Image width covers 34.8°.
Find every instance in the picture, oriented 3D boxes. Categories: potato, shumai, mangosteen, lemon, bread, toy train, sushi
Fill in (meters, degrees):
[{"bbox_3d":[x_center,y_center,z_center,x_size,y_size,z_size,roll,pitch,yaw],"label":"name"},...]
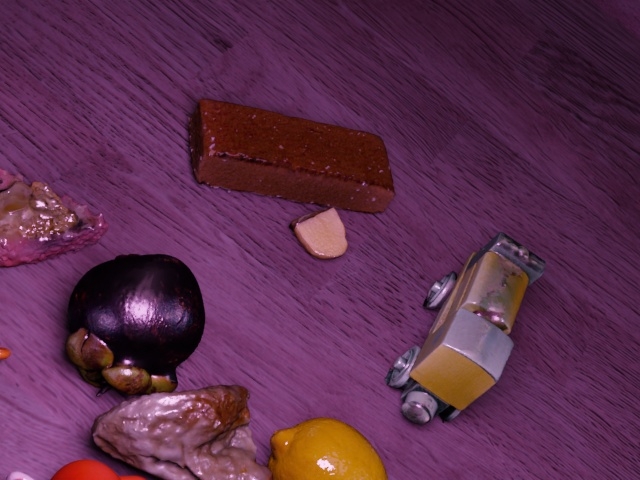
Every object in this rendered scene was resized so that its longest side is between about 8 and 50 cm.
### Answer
[{"bbox_3d":[0.000,0.000,1.992,0.096,0.066,0.103,-18,71,-19],"label":"potato"},{"bbox_3d":[-0.211,0.333,1.561,0.272,0.222,0.203,-1,72,-23],"label":"shumai"},{"bbox_3d":[-0.300,0.138,1.653,0.243,0.243,0.243,13,52,-18],"label":"mangosteen"},{"bbox_3d":[0.018,0.388,1.642,0.248,0.184,0.184,46,49,-4],"label":"lemon"},{"bbox_3d":[-0.056,-0.164,2.053,0.417,0.113,0.165,10,54,-22],"label":"bread"},{"bbox_3d":[0.274,0.159,1.890,0.160,0.253,0.397,35,49,-2],"label":"toy train"},{"bbox_3d":[-0.500,-0.020,1.732,0.241,0.107,0.161,28,52,-7],"label":"sushi"}]

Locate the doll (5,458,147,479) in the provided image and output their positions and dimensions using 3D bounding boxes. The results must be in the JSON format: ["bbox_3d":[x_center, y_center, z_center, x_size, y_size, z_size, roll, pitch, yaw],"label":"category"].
[{"bbox_3d":[-0.342,0.400,1.488,0.290,0.130,0.161,6,49,-30],"label":"doll"}]

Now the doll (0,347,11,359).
[{"bbox_3d":[-0.583,0.152,1.555,0.221,0.143,0.135,13,80,-11],"label":"doll"}]
